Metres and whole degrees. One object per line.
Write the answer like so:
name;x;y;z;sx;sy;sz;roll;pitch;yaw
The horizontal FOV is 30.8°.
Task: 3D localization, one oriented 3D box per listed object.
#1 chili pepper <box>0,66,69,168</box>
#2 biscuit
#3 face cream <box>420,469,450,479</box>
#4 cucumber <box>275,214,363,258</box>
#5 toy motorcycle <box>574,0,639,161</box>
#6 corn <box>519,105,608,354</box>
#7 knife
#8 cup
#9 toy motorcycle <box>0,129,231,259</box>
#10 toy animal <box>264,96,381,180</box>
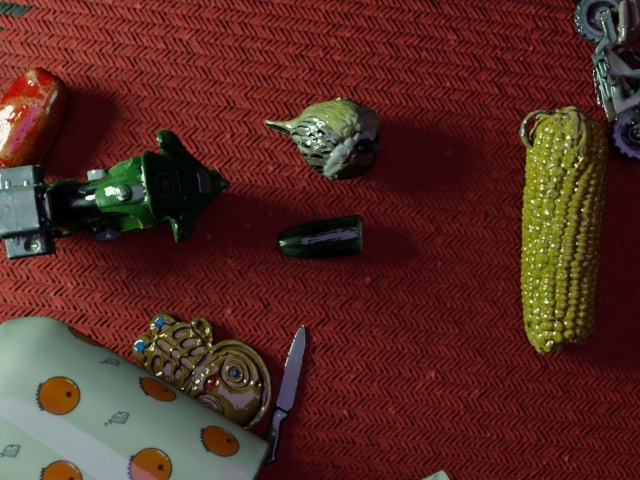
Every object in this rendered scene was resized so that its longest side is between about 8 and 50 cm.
chili pepper;-0.340;-0.139;1.340;0.070;0.073;0.123;32;84;-33
biscuit;-0.138;0.158;1.357;0.175;0.026;0.124;37;85;-1
face cream;0.045;0.350;1.333;0.250;0.077;0.077;-24;89;-5
cucumber;0.000;0.000;1.365;0.105;0.048;0.048;-9;87;-2
toy motorcycle;0.382;-0.203;1.386;0.118;0.084;0.212;-16;83;4
corn;0.283;-0.011;1.358;0.106;0.106;0.293;2;87;-4
knife;-0.041;0.183;1.370;0.023;0.010;0.170;14;84;-2
cup;-0.242;0.230;1.253;0.317;0.212;0.212;32;85;-1
toy motorcycle;-0.236;-0.045;1.283;0.275;0.187;0.124;-10;88;-3
toy animal;0.004;-0.113;1.352;0.137;0.098;0.098;-8;87;12
